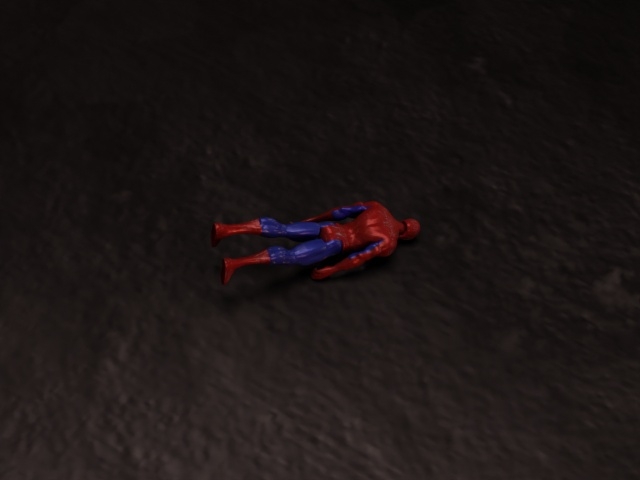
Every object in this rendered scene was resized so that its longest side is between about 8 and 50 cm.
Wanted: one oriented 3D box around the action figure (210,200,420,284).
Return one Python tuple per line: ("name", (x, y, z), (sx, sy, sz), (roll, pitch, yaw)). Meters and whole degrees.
("action figure", (0.000, 0.000, 0.693), (0.115, 0.030, 0.038), (-8, 58, -16))
